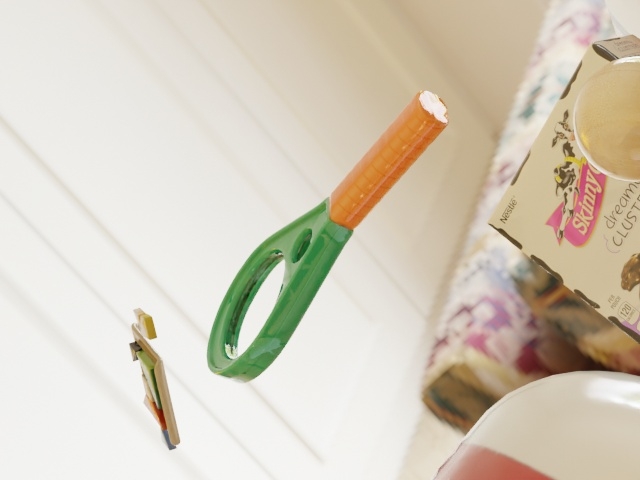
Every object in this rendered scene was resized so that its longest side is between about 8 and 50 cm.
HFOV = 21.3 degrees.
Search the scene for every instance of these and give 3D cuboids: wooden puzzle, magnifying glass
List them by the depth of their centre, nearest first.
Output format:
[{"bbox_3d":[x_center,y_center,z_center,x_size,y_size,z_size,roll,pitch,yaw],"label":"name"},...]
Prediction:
[{"bbox_3d":[0.000,0.000,1.008,0.231,0.026,0.092,-51,23,33],"label":"magnifying glass"},{"bbox_3d":[-0.116,0.098,1.178,0.014,0.116,0.078,-17,19,-14],"label":"wooden puzzle"}]

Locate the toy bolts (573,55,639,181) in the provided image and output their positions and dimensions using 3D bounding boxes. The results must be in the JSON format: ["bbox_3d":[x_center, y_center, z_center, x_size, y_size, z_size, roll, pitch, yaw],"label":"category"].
[{"bbox_3d":[0.204,-0.094,0.731,0.218,0.159,0.228,-59,-18,-76],"label":"toy bolts"}]

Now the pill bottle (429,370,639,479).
[{"bbox_3d":[0.086,0.190,0.507,0.407,0.229,0.229,-52,24,-9],"label":"pill bottle"}]

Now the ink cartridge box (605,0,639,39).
[{"bbox_3d":[0.294,-0.165,1.304,0.092,0.218,0.158,-35,51,0],"label":"ink cartridge box"}]

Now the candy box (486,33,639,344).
[{"bbox_3d":[0.241,-0.024,1.207,0.070,0.196,0.164,-18,-39,-53],"label":"candy box"}]
